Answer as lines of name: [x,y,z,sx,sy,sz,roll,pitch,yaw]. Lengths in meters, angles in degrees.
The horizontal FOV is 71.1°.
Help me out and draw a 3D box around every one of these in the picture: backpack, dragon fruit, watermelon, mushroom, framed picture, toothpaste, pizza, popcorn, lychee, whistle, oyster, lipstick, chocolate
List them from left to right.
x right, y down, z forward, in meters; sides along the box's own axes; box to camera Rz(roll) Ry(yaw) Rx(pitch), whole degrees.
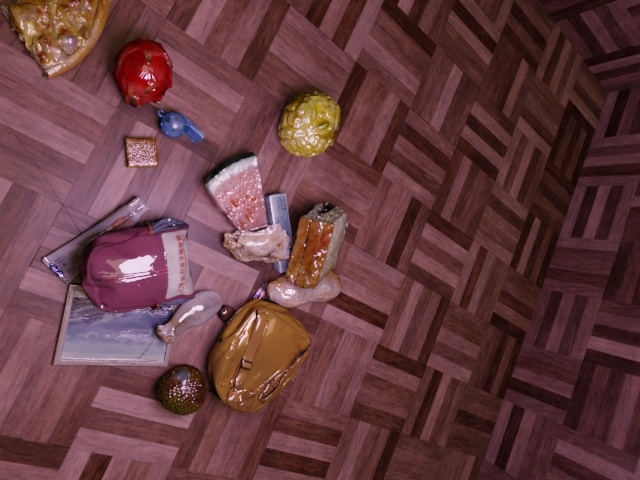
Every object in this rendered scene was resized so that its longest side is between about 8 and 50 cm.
pizza: [-0.732,-0.623,1.241,0.223,0.089,0.323,35,76,-32]
toothpaste: [-0.661,-0.011,1.348,0.323,0.066,0.100,-42,115,-17]
framed picture: [-0.629,0.274,1.413,0.335,0.022,0.247,12,88,-32]
backpack: [-0.547,0.084,1.339,0.317,0.197,0.283,-13,103,-40]
dragon fruit: [-0.522,-0.501,1.328,0.172,0.172,0.209,19,76,-31]
whistle: [-0.455,-0.357,1.430,0.158,0.090,0.090,44,72,-27]
lychee: [-0.452,0.493,1.466,0.171,0.171,0.171,-3,96,-31]
mushroom: [-0.431,0.249,1.477,0.225,0.093,0.116,-36,128,-44]
watermelon: [-0.269,-0.152,1.531,0.193,0.140,0.256,-24,112,-7]
backpack: [-0.230,0.393,1.561,0.378,0.201,0.353,-51,118,-20]
oyster: [-0.221,0.022,1.564,0.233,0.161,0.107,5,133,-2]
lipstick: [-0.151,-0.031,1.646,0.078,0.076,0.289,-11,100,-29]
chocolate: [-0.055,0.184,1.692,0.309,0.134,0.134,-1,95,-32]
popcorn: [-0.040,-0.426,1.624,0.206,0.251,0.237,21,118,-9]

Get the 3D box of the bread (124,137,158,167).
bread: [-0.560,-0.273,1.401,0.094,0.035,0.090,-7,98,-31]

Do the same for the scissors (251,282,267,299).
scissors: [-0.229,0.207,1.655,0.039,0.012,0.113,39,74,-28]

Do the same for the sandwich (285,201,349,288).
sandwich: [0.000,0.001,1.632,0.325,0.131,0.262,-43,150,-65]
